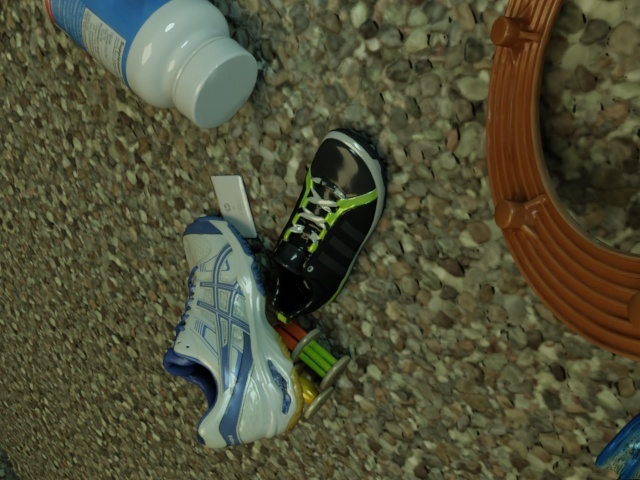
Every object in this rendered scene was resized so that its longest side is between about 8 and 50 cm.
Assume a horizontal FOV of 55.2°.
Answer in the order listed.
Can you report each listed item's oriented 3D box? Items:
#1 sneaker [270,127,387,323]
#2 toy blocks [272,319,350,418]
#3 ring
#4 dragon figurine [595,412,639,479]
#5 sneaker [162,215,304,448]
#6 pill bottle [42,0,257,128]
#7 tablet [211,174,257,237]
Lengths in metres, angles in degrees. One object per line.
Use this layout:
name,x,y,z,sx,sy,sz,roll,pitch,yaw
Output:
sneaker,0.000,0.000,0.640,0.084,0.097,0.234,30,129,23
toy blocks,-0.045,0.143,0.787,0.148,0.054,0.123,38,133,18
ring,0.179,-0.100,0.335,0.337,0.032,0.336,-177,90,-72
dragon figurine,0.262,0.177,0.453,0.085,0.289,0.144,45,167,38
sneaker,-0.129,0.096,0.723,0.296,0.131,0.111,63,154,29
pill bottle,-0.175,-0.218,0.645,0.222,0.124,0.124,39,133,14
tablet,-0.109,-0.042,0.771,0.054,0.006,0.083,4,115,38
